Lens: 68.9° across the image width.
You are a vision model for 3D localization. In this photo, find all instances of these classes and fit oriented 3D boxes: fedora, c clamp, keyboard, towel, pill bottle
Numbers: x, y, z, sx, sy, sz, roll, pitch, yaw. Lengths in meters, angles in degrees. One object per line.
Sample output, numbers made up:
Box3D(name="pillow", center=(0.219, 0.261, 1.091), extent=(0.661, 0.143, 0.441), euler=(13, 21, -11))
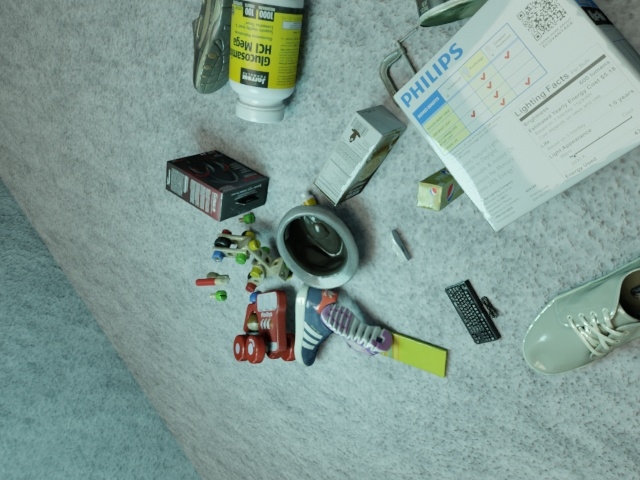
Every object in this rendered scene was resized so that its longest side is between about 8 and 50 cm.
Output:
Box3D(name="fedora", center=(0.000, 0.000, 1.416), extent=(0.244, 0.124, 0.275), euler=(-29, 107, 30))
Box3D(name="c clamp", center=(0.210, -0.417, 1.161), extent=(0.137, 0.022, 0.160), euler=(-21, 95, 41))
Box3D(name="keyboard", center=(0.419, 0.193, 1.261), extent=(0.108, 0.023, 0.180), euler=(-30, 90, 41))
Box3D(name="towel", center=(0.274, 0.341, 1.440), extent=(0.237, 0.021, 0.102), euler=(14, 120, 33))
Box3D(name="pill bottle", center=(-0.156, -0.509, 1.294), extent=(0.188, 0.188, 0.333), euler=(25, 123, 28))
Box3D(name="pill bottle", center=(-0.032, -0.113, 1.464), extent=(0.043, 0.043, 0.083), euler=(-26, 92, 41))

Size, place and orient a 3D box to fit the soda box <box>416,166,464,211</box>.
Box3D(name="soda box", center=(0.294, -0.127, 1.113), extent=(0.058, 0.181, 0.061), euler=(17, 119, 31))

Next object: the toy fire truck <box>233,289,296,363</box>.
Box3D(name="toy fire truck", center=(-0.203, 0.311, 1.704), extent=(0.302, 0.170, 0.253), euler=(-16, 72, 57))

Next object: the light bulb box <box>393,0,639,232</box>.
Box3D(name="light bulb box", center=(0.414, -0.275, 0.929), extent=(0.358, 0.225, 0.361), euler=(-40, 82, 42))

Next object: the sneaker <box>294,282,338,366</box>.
Box3D(name="sneaker", center=(-0.001, 0.303, 1.574), extent=(0.148, 0.131, 0.349), euler=(9, 126, 11))

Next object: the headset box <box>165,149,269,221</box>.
Box3D(name="headset box", center=(-0.332, -0.182, 1.551), extent=(0.293, 0.218, 0.110), euler=(30, 125, 26))

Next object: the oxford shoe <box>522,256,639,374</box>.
Box3D(name="oxford shoe", center=(0.620, 0.175, 1.030), extent=(0.169, 0.130, 0.449), euler=(47, 131, 10))

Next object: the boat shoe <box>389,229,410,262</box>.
Box3D(name="boat shoe", center=(0.218, 0.019, 1.335), extent=(0.035, 0.035, 0.100), euler=(-25, 99, 39))

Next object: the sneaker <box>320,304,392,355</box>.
Box3D(name="sneaker", center=(0.100, 0.290, 1.457), extent=(0.237, 0.095, 0.104), euler=(29, 143, 2))

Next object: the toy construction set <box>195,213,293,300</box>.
Box3D(name="toy construction set", center=(-0.225, 0.078, 1.543), extent=(0.237, 0.309, 0.257), euler=(-6, 113, 34))

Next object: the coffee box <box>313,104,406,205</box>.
Box3D(name="coffee box", center=(0.101, -0.227, 1.250), extent=(0.098, 0.141, 0.246), euler=(45, 131, 13))

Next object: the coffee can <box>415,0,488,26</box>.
Box3D(name="coffee can", center=(0.267, -0.597, 0.920), extent=(0.202, 0.202, 0.275), euler=(-5, 105, 39))

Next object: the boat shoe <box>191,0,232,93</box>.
Box3D(name="boat shoe", center=(-0.318, -0.628, 1.427), extent=(0.130, 0.132, 0.355), euler=(44, 121, 27))
